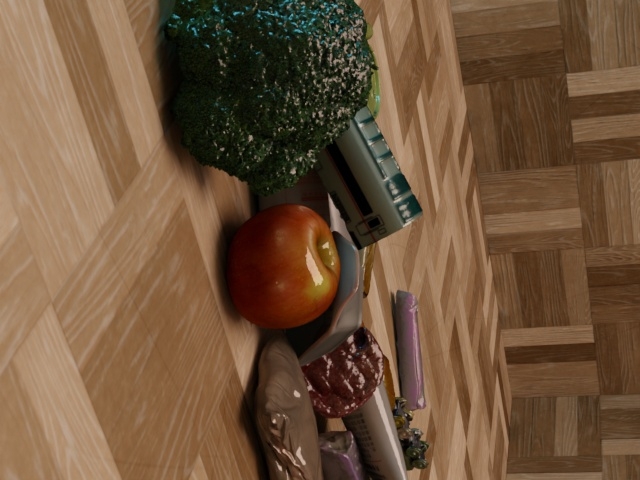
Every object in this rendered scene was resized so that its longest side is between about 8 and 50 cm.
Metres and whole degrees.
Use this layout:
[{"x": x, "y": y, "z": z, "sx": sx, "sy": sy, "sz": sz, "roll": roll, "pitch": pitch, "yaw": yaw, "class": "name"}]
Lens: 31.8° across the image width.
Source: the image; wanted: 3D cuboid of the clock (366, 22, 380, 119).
[{"x": 0.065, "y": -0.279, "z": 2.059, "sx": 0.170, "sy": 0.069, "sz": 0.232, "roll": -48, "pitch": 131, "yaw": -69, "class": "clock"}]

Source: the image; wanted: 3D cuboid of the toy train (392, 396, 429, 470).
[{"x": 0.152, "y": 0.377, "z": 2.179, "sx": 0.060, "sy": 0.081, "sz": 0.202, "roll": -80, "pitch": 152, "yaw": -45, "class": "toy train"}]

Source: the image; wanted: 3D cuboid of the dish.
[{"x": 0.017, "y": 0.086, "z": 1.570, "sx": 0.234, "sy": 0.064, "sz": 0.154, "roll": 131, "pitch": -33, "yaw": -59, "class": "dish"}]

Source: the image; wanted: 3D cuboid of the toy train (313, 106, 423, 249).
[{"x": 0.004, "y": -0.191, "z": 1.501, "sx": 0.086, "sy": 0.088, "sz": 0.407, "roll": -32, "pitch": 95, "yaw": -50, "class": "toy train"}]

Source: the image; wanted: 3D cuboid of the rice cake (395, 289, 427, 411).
[{"x": 0.191, "y": 0.237, "z": 2.395, "sx": 0.049, "sy": 0.055, "sz": 0.269, "roll": -17, "pitch": 104, "yaw": -69, "class": "rice cake"}]

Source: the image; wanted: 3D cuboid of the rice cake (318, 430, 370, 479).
[{"x": 0.069, "y": 0.456, "z": 1.807, "sx": 0.064, "sy": 0.070, "sz": 0.399, "roll": -71, "pitch": 147, "yaw": -56, "class": "rice cake"}]

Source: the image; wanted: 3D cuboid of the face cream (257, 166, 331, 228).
[{"x": -0.044, "y": -0.133, "z": 1.571, "sx": 0.101, "sy": 0.101, "sz": 0.251, "roll": -2, "pitch": 88, "yaw": -74, "class": "face cream"}]

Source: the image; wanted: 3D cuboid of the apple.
[{"x": -0.051, "y": 0.035, "z": 1.450, "sx": 0.163, "sy": 0.139, "sz": 0.163, "roll": 48, "pitch": 33, "yaw": -45, "class": "apple"}]

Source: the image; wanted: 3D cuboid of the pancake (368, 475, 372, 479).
[{"x": 0.079, "y": 0.504, "z": 1.966, "sx": 0.235, "sy": 0.029, "sz": 0.212, "roll": 46, "pitch": 41, "yaw": -66, "class": "pancake"}]

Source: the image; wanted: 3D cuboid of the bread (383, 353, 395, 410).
[{"x": 0.082, "y": 0.254, "z": 1.972, "sx": 0.140, "sy": 0.069, "sz": 0.128, "roll": -42, "pitch": 125, "yaw": -66, "class": "bread"}]

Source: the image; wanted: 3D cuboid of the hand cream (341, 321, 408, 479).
[{"x": 0.070, "y": 0.269, "z": 1.764, "sx": 0.140, "sy": 0.089, "sz": 0.314, "roll": -3, "pitch": -76, "yaw": 70, "class": "hand cream"}]

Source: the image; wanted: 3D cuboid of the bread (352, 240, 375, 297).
[{"x": 0.069, "y": 0.003, "z": 2.029, "sx": 0.073, "sy": 0.053, "sz": 0.214, "roll": 48, "pitch": 42, "yaw": -59, "class": "bread"}]

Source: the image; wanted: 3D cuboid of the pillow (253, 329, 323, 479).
[{"x": -0.040, "y": 0.280, "z": 1.537, "sx": 0.173, "sy": 0.067, "sz": 0.270, "roll": -78, "pitch": 158, "yaw": -61, "class": "pillow"}]

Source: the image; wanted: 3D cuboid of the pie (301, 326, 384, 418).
[{"x": 0.024, "y": 0.190, "z": 1.688, "sx": 0.038, "sy": 0.154, "sz": 0.153, "roll": 154, "pitch": -66, "yaw": -71, "class": "pie"}]

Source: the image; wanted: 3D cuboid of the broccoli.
[{"x": -0.066, "y": -0.209, "z": 1.355, "sx": 0.245, "sy": 0.265, "sz": 0.294, "roll": 137, "pitch": -35, "yaw": -64, "class": "broccoli"}]

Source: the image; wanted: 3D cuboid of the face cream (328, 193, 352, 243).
[{"x": 0.000, "y": 0.000, "z": 1.701, "sx": 0.096, "sy": 0.096, "sz": 0.214, "roll": -56, "pitch": 139, "yaw": -66, "class": "face cream"}]
